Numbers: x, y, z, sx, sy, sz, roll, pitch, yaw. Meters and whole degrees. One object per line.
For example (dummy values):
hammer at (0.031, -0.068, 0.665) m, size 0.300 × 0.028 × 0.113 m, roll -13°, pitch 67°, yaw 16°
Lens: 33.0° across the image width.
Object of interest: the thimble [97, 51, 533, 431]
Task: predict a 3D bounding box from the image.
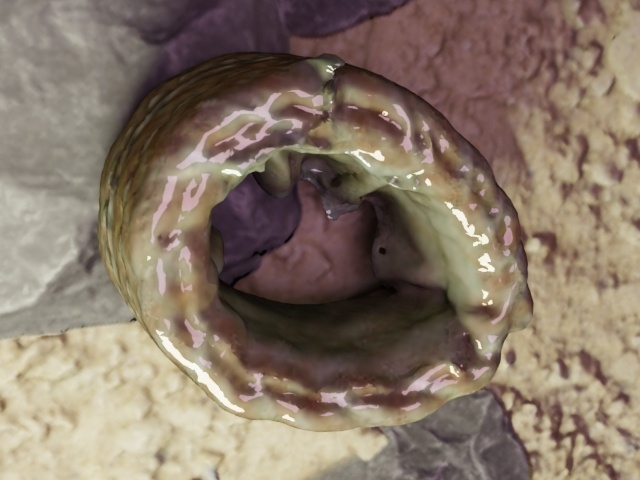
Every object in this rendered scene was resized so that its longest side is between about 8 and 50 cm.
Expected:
thimble at (-0.007, 0.002, 0.605) m, size 0.229 × 0.148 × 0.196 m, roll 41°, pitch 89°, yaw -22°
